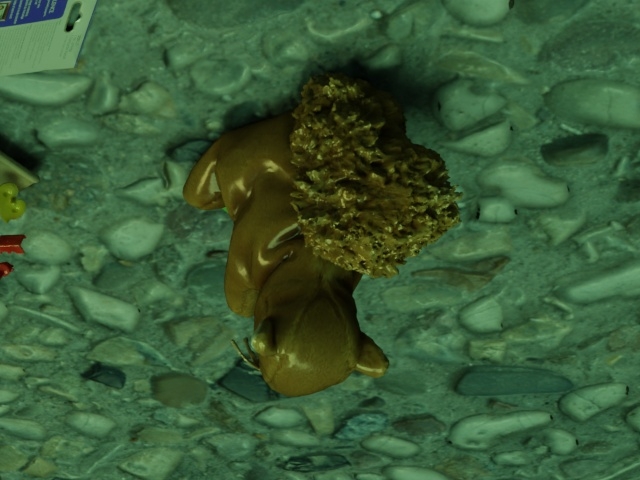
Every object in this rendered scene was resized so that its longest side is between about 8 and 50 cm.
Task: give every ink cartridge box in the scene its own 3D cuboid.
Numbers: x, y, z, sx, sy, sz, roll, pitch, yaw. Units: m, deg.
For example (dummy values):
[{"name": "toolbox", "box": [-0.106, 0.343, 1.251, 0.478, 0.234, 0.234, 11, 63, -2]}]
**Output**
[{"name": "ink cartridge box", "box": [-0.383, -0.282, 1.744, 0.208, 0.045, 0.206, -12, 151, -33]}]

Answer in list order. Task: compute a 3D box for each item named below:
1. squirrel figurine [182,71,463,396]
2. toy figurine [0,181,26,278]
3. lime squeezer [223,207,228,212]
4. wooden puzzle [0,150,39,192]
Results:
[{"name": "squirrel figurine", "box": [0.000, 0.000, 1.826, 0.281, 0.370, 0.397, 20, 137, -20]}, {"name": "toy figurine", "box": [-0.580, -0.065, 1.884, 0.217, 0.191, 0.362, -2, 142, 21]}, {"name": "lime squeezer", "box": [-0.075, 0.026, 2.131, 0.110, 0.059, 0.310, 21, 151, 32]}, {"name": "wooden puzzle", "box": [-0.553, -0.109, 2.004, 0.239, 0.044, 0.221, -23, 134, 35]}]
